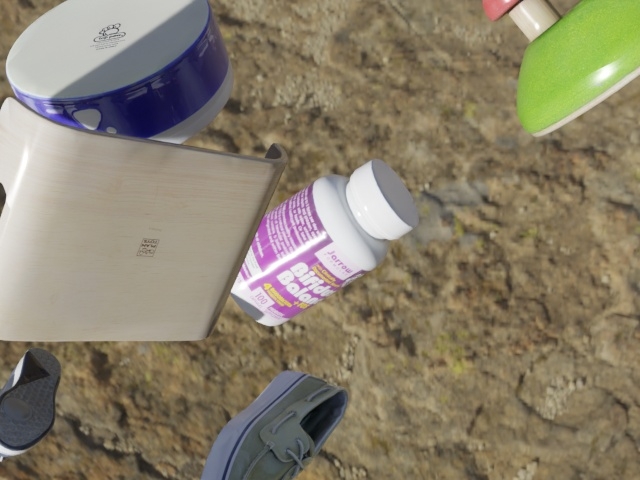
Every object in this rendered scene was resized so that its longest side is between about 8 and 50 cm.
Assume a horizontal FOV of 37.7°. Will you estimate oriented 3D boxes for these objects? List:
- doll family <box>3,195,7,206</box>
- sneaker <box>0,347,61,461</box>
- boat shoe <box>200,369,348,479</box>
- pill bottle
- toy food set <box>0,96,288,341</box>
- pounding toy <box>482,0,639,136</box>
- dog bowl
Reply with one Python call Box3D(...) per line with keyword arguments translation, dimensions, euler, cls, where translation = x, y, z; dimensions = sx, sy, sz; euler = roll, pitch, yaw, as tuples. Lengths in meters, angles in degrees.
Box3D(translation=(-0.507, 0.008, 1.500), dimensions=(0.076, 0.111, 0.193), euler=(-6, 42, 42), cls="doll family")
Box3D(translation=(-0.445, 0.269, 1.316), dimensions=(0.163, 0.086, 0.226), euler=(-49, 15, 15), cls="sneaker")
Box3D(translation=(-0.055, 0.257, 1.188), dimensions=(0.094, 0.109, 0.302), euler=(0, 26, 24), cls="boat shoe")
Box3D(translation=(0.000, 0.000, 1.493), dimensions=(0.302, 0.169, 0.169), euler=(-33, 48, 24), cls="pill bottle")
Box3D(translation=(-0.190, -0.016, 0.921), dimensions=(0.306, 0.219, 0.092), euler=(5, 29, -43), cls="toy food set")
Box3D(translation=(0.195, -0.173, 0.630), dimensions=(0.183, 0.237, 0.110), euler=(-40, 92, -15), cls="pounding toy")
Box3D(translation=(-0.247, -0.215, 1.170), dimensions=(0.265, 0.104, 0.265), euler=(-8, 44, 8), cls="dog bowl")
